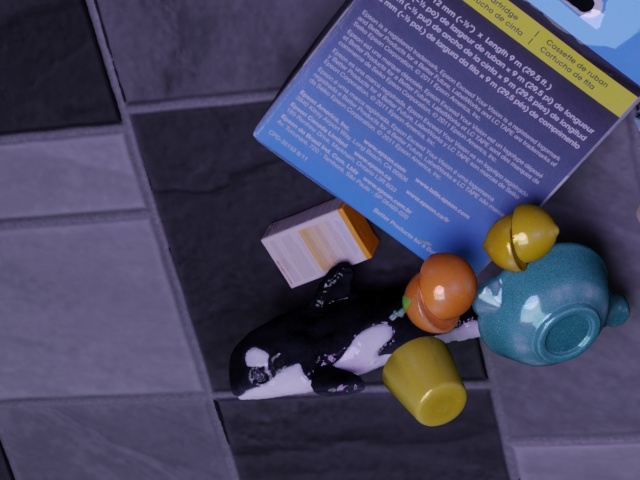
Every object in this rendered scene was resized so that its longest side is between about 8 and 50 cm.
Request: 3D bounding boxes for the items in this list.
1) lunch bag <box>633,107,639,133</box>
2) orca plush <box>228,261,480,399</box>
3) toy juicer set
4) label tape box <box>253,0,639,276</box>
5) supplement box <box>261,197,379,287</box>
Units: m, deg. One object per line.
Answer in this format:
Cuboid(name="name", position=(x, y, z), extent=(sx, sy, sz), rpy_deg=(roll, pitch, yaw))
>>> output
Cuboid(name="lunch bag", position=(0.420, -0.046, 1.715), extent=(0.262, 0.160, 0.223), rpy_deg=(-11, 120, 37))
Cuboid(name="orca plush", position=(0.040, 0.074, 1.920), extent=(0.287, 0.151, 0.102), rpy_deg=(-9, 111, 21))
Cuboid(name="toy juicer set", position=(0.209, 0.033, 1.806), extent=(0.329, 0.089, 0.209), rpy_deg=(-18, 132, -13))
Cuboid(name="label tape box", position=(0.138, -0.159, 1.768), extent=(0.249, 0.115, 0.348), rpy_deg=(36, 122, -6))
Cuboid(name="supplement box", position=(0.000, 0.000, 1.952), extent=(0.098, 0.036, 0.062), rpy_deg=(-21, 113, 27))
